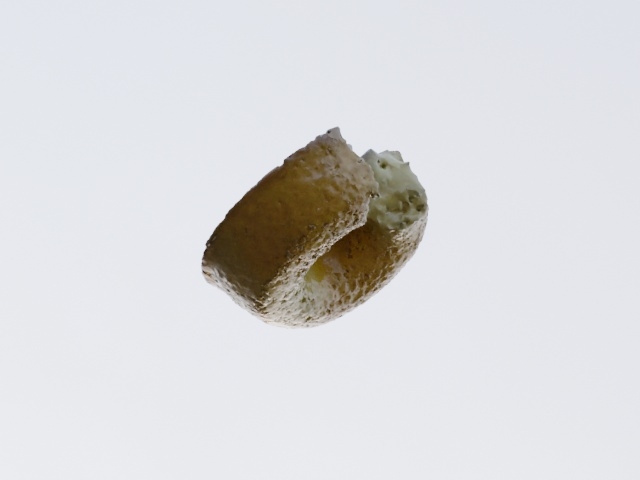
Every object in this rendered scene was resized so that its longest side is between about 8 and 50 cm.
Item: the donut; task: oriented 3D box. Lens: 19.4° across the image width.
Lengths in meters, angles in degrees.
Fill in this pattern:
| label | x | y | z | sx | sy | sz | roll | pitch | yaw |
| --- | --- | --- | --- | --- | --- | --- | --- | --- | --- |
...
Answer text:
| label | x | y | z | sx | sy | sz | roll | pitch | yaw |
| --- | --- | --- | --- | --- | --- | --- | --- | --- | --- |
| donut | 0.000 | 0.000 | 0.791 | 0.097 | 0.108 | 0.043 | -48 | -115 | 21 |
